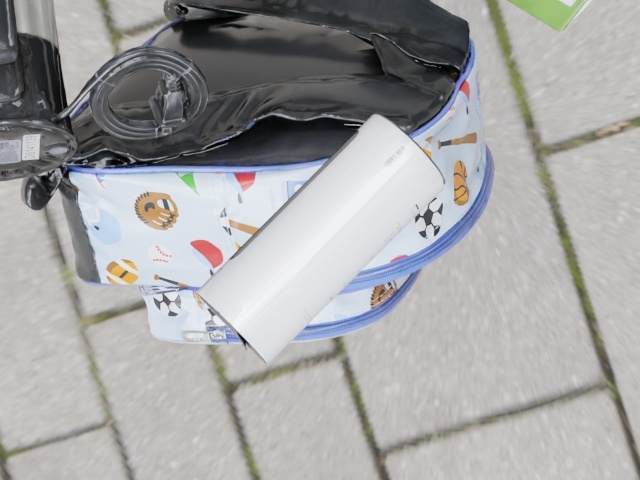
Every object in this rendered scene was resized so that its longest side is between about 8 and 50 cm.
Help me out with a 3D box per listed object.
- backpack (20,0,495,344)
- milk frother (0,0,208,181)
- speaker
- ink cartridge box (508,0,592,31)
[{"bbox_3d":[-0.019,-0.053,1.169,0.263,0.276,0.213,-4,126,27],"label":"backpack"},{"bbox_3d":[-0.147,-0.115,0.967,0.143,0.129,0.135,0,70,-28],"label":"milk frother"},{"bbox_3d":[0.000,0.000,0.915,0.055,0.055,0.136,45,84,1],"label":"speaker"},{"bbox_3d":[0.120,-0.286,1.270,0.189,0.255,0.097,29,120,-17],"label":"ink cartridge box"}]
